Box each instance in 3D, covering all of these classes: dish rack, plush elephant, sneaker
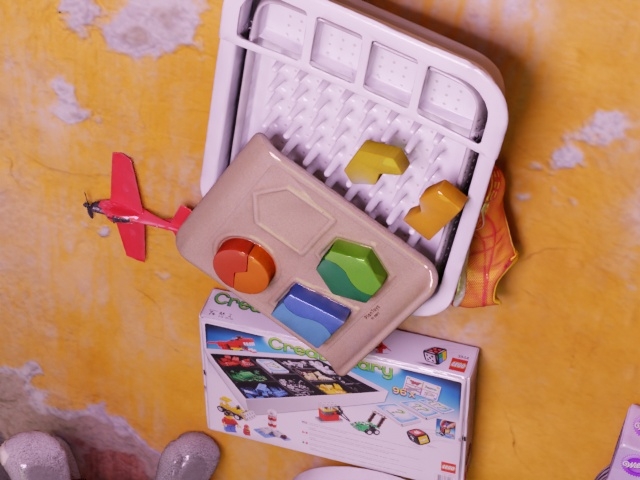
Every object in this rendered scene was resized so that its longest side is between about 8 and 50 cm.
[{"bbox_3d":[0.033,-0.098,1.750,0.286,0.072,0.333,24,137,12],"label":"dish rack"},{"bbox_3d":[-0.294,0.354,2.242,0.255,0.272,0.330,21,112,58],"label":"plush elephant"},{"bbox_3d":[0.165,-0.007,1.818,0.067,0.064,0.175,-3,134,-11],"label":"sneaker"}]

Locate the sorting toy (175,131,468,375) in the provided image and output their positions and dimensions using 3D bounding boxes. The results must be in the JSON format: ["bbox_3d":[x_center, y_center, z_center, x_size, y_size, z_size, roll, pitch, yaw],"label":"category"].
[{"bbox_3d":[0.000,0.000,1.780,0.229,0.041,0.307,39,139,-4],"label":"sorting toy"}]

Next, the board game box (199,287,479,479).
[{"bbox_3d":[0.020,0.166,2.037,0.305,0.053,0.193,13,136,13],"label":"board game box"}]

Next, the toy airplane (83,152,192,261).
[{"bbox_3d":[-0.186,-0.023,1.968,0.151,0.028,0.151,12,133,13],"label":"toy airplane"}]

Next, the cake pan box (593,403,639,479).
[{"bbox_3d":[0.418,0.309,1.986,0.267,0.070,0.245,18,134,8],"label":"cake pan box"}]

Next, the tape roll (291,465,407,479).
[{"bbox_3d":[0.051,0.394,2.121,0.246,0.169,0.246,15,148,10],"label":"tape roll"}]
